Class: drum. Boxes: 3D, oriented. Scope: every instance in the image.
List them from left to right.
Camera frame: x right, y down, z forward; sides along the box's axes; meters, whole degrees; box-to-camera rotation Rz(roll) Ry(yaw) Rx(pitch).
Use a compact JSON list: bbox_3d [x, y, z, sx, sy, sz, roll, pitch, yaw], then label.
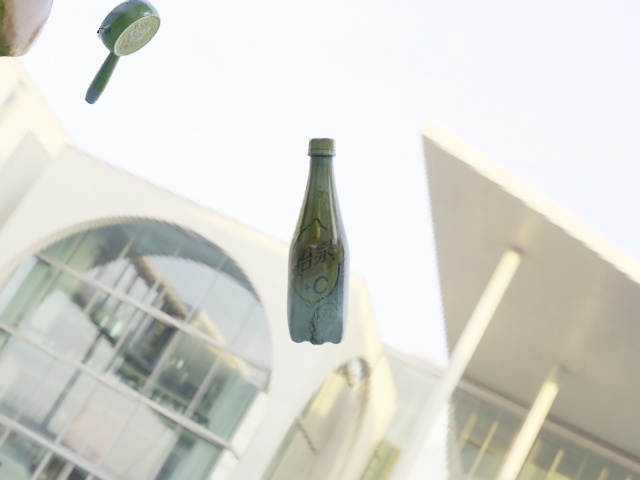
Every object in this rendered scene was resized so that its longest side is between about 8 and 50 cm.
[{"bbox_3d":[-0.367,-0.355,2.090,0.049,0.130,0.253,50,-34,11],"label":"drum"}]

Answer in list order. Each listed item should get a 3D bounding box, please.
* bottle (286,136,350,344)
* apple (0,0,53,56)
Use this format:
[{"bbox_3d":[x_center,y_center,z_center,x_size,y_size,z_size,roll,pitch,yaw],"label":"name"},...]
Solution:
[{"bbox_3d":[0.000,0.000,1.464,0.083,0.270,0.083,3,2,0],"label":"bottle"},{"bbox_3d":[-0.562,-0.388,1.520,0.384,0.374,0.374,48,-16,10],"label":"apple"}]
